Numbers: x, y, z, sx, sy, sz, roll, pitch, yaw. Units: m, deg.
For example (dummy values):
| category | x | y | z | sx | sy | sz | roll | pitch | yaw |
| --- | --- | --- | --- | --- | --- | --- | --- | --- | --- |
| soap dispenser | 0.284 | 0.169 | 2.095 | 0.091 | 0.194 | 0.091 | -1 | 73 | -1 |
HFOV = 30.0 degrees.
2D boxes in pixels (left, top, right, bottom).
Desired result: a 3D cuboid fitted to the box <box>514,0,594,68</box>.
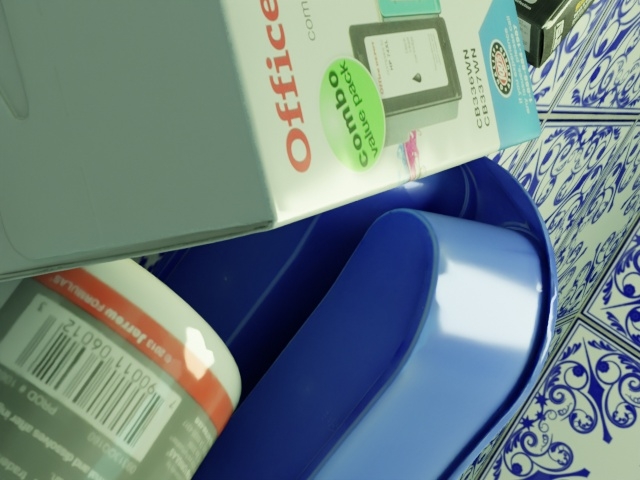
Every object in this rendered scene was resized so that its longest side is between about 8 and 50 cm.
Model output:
| category | x | y | z | sx | sy | sz | roll | pitch | yaw |
| --- | --- | --- | --- | --- | --- | --- | --- | --- | --- |
| box | 0.102 | -0.245 | 0.774 | 0.183 | 0.231 | 0.056 | -50 | 161 | -10 |

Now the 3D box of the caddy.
| category | x | y | z | sx | sy | sz | roll | pitch | yaw |
| --- | --- | --- | --- | --- | --- | --- | --- | --- | --- |
| caddy | 0.011 | 0.076 | 0.848 | 0.179 | 0.241 | 0.341 | 20 | 113 | -47 |

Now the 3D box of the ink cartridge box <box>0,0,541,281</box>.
| category | x | y | z | sx | sy | sz | roll | pitch | yaw |
| --- | --- | --- | --- | --- | --- | --- | --- | --- | --- |
| ink cartridge box | -0.044 | -0.111 | 0.615 | 0.270 | 0.197 | 0.198 | -22 | 101 | -54 |

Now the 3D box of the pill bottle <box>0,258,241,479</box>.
| category | x | y | z | sx | sy | sz | roll | pitch | yaw |
| --- | --- | --- | --- | --- | --- | --- | --- | --- | --- |
| pill bottle | -0.221 | 0.173 | 0.677 | 0.363 | 0.210 | 0.210 | -57 | 160 | -21 |
